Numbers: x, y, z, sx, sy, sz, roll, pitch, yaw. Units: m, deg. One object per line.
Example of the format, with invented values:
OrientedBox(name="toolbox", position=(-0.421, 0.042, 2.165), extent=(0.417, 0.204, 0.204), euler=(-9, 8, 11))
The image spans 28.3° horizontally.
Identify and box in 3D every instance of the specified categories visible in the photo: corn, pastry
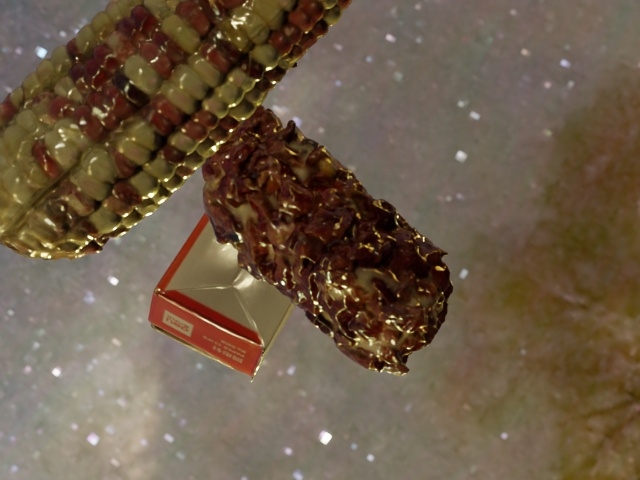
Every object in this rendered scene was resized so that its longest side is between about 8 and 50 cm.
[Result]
OrientedBox(name="corn", position=(-0.049, -0.085, 0.516), extent=(0.237, 0.079, 0.079), euler=(-45, -22, 9))
OrientedBox(name="pastry", position=(0.001, -0.001, 0.870), extent=(0.097, 0.208, 0.115), euler=(-47, -1, -32))

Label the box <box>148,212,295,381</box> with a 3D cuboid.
OrientedBox(name="box", position=(-0.082, 0.036, 1.331), extent=(0.182, 0.133, 0.099), euler=(-62, -4, -29))
